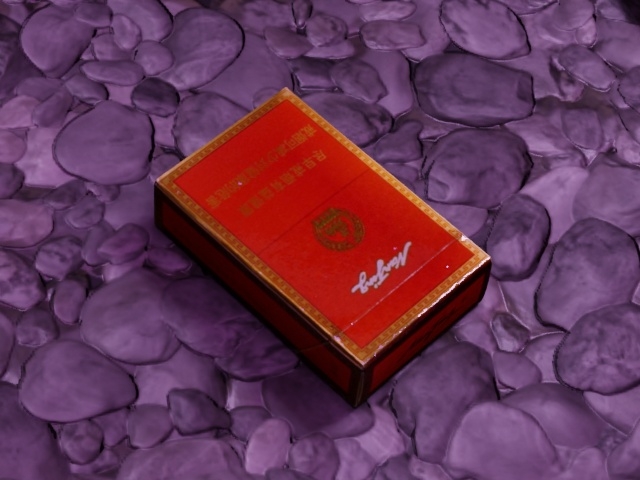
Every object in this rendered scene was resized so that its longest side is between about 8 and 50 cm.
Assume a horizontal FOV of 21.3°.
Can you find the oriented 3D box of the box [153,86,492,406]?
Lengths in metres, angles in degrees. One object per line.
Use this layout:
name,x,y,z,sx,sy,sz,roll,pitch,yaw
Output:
box,0.000,0.000,1.372,0.240,0.074,0.153,41,58,22
